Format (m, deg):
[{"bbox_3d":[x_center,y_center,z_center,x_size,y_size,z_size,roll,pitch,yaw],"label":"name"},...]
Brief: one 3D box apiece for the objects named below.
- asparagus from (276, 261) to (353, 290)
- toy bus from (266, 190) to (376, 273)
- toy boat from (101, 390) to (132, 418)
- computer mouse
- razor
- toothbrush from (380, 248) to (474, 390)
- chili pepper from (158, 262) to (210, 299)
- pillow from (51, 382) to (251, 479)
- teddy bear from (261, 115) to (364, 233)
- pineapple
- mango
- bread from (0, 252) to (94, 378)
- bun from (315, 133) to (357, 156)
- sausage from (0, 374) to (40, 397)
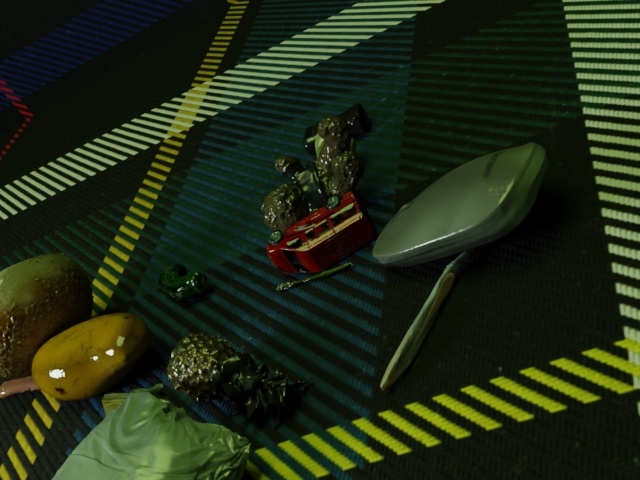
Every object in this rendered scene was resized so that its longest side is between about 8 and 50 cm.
[{"bbox_3d":[-0.011,0.065,1.601,0.166,0.013,0.016,-20,74,29],"label":"asparagus"},{"bbox_3d":[0.000,0.000,1.622,0.195,0.081,0.089,-31,38,7],"label":"toy bus"},{"bbox_3d":[-0.325,0.287,1.562,0.172,0.065,0.066,-7,17,41],"label":"toy boat"},{"bbox_3d":[0.209,-0.058,1.414,0.330,0.095,0.197,-24,22,43],"label":"computer mouse"},{"bbox_3d":[0.035,-0.239,1.960,0.148,0.054,0.090,-24,31,20],"label":"razor"},{"bbox_3d":[0.181,0.076,1.360,0.037,0.028,0.375,-10,37,49],"label":"toothbrush"},{"bbox_3d":[-0.280,0.084,1.829,0.073,0.050,0.182,-51,28,-11],"label":"chili pepper"},{"bbox_3d":[-0.264,0.363,1.307,0.310,0.138,0.283,-48,39,-18],"label":"pillow"},{"bbox_3d":[-0.002,-0.100,1.723,0.251,0.129,0.182,-40,53,24],"label":"teddy bear"},{"bbox_3d":[-0.134,0.221,1.423,0.251,0.125,0.125,12,53,41],"label":"pineapple"},{"bbox_3d":[-0.420,0.219,1.710,0.294,0.120,0.177,-14,28,32],"label":"mango"},{"bbox_3d":[-0.583,0.161,1.837,0.158,0.305,0.305,41,74,18],"label":"bread"},{"bbox_3d":[0.037,-0.175,1.814,0.069,0.115,0.115,-14,35,21],"label":"bun"},{"bbox_3d":[-0.614,0.300,1.880,0.157,0.036,0.042,-16,0,32],"label":"sausage"}]
